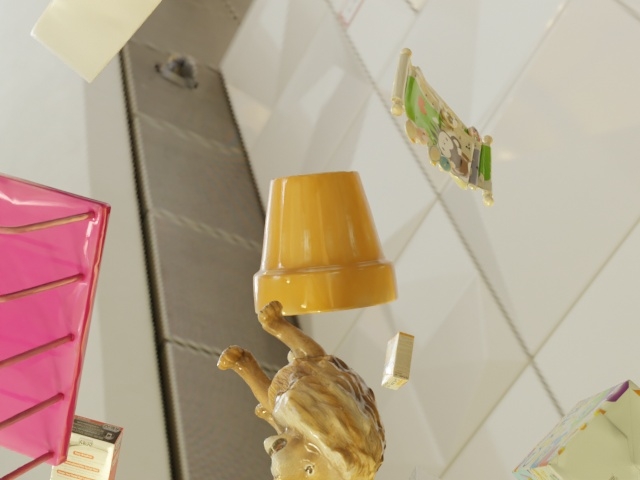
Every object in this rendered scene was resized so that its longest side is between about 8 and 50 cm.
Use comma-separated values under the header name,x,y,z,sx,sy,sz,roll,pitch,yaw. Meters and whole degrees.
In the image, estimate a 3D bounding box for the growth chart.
name,x,y,z,sx,sy,sz,roll,pitch,yaw
growth chart,0.166,-0.146,1.405,0.237,0.021,0.172,41,-144,-34

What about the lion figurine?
name,x,y,z,sx,sy,sz,roll,pitch,yaw
lion figurine,0.005,0.220,1.272,0.240,0.142,0.392,43,177,23

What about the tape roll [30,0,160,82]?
name,x,y,z,sx,sy,sz,roll,pitch,yaw
tape roll,-0.243,-0.340,1.345,0.100,0.286,0.286,40,-159,-15

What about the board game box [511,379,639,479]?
name,x,y,z,sx,sy,sz,roll,pitch,yaw
board game box,0.356,0.284,1.310,0.144,0.142,0.275,44,171,10

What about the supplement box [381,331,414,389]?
name,x,y,z,sx,sy,sz,roll,pitch,yaw
supplement box,0.153,0.238,2.084,0.036,0.062,0.098,18,-121,-12

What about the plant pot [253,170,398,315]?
name,x,y,z,sx,sy,sz,roll,pitch,yaw
plant pot,0.000,0.000,1.494,0.205,0.188,0.205,-6,-178,0

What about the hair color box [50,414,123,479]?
name,x,y,z,sx,sy,sz,roll,pitch,yaw
hair color box,-0.371,0.364,1.652,0.093,0.167,0.053,15,-158,2

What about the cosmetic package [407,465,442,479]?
name,x,y,z,sx,sy,sz,roll,pitch,yaw
cosmetic package,0.203,0.505,1.633,0.230,0.162,0.453,31,180,8

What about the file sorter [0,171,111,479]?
name,x,y,z,sx,sy,sz,roll,pitch,yaw
file sorter,-0.365,0.087,1.053,0.202,0.291,0.182,16,-167,16
